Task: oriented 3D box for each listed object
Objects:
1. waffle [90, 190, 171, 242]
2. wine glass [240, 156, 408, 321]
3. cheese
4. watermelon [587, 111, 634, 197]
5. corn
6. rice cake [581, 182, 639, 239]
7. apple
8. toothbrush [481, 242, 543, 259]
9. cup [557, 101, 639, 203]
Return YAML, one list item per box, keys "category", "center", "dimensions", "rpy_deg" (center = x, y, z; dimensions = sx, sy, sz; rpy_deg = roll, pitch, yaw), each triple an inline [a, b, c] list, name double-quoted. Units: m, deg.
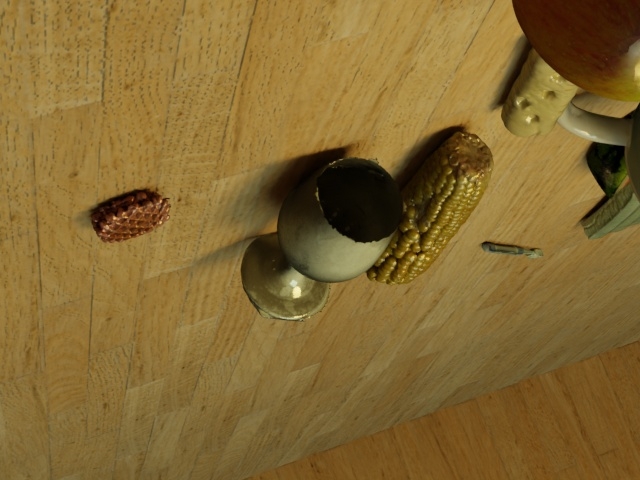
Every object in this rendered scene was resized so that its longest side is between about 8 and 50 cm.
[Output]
- category: "waffle"
  center: [-0.190, -0.024, 1.354]
  dimensions: [0.083, 0.029, 0.075]
  rpy_deg: [-22, 164, -6]
- category: "wine glass"
  center: [0.000, 0.000, 1.501]
  dimensions: [0.126, 0.126, 0.241]
  rpy_deg: [-12, 164, -29]
- category: "cheese"
  center: [0.238, -0.164, 1.408]
  dimensions: [0.065, 0.043, 0.194]
  rpy_deg: [5, 159, -2]
- category: "watermelon"
  center: [0.419, -0.118, 1.786]
  dimensions: [0.119, 0.063, 0.245]
  rpy_deg: [-33, 164, -8]
- category: "corn"
  center: [0.126, -0.030, 1.623]
  dimensions: [0.097, 0.097, 0.320]
  rpy_deg: [-14, 159, -24]
- category: "rice cake"
  center: [0.496, -0.070, 2.038]
  dimensions: [0.127, 0.043, 0.237]
  rpy_deg: [-19, 164, -16]
- category: "apple"
  center: [0.259, -0.207, 1.093]
  dimensions: [0.196, 0.196, 0.196]
  rpy_deg: [-20, 163, -6]
- category: "toothbrush"
  center: [0.306, 0.017, 2.118]
  dimensions: [0.019, 0.016, 0.219]
  rpy_deg: [-21, 167, 28]
- category: "cup"
  center: [0.432, -0.148, 1.443]
  dimensions: [0.357, 0.259, 0.274]
  rpy_deg: [9, 162, 5]
